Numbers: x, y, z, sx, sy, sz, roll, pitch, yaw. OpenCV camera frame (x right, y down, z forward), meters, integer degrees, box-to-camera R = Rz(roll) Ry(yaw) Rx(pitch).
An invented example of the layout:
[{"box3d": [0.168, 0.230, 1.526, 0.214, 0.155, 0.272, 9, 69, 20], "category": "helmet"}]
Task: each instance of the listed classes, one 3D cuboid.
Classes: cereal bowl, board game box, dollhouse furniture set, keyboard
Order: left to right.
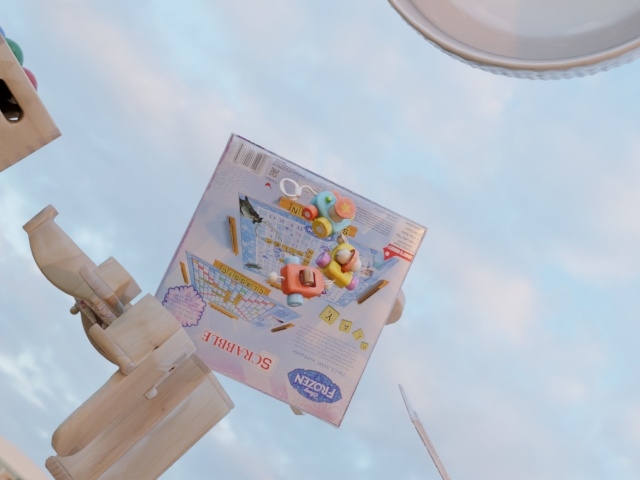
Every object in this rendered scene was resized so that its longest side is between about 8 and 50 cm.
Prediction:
[{"box3d": [-0.280, 0.094, 0.944, 0.355, 0.174, 0.303, 40, -17, 26], "category": "dollhouse furniture set"}, {"box3d": [-0.053, 0.058, 1.290, 0.318, 0.318, 0.066, 26, -7, -6], "category": "board game box"}, {"box3d": [0.166, 0.313, 1.316, 0.256, 0.014, 0.072, 62, 0, -35], "category": "keyboard"}, {"box3d": [0.207, -0.297, 0.776, 0.339, 0.339, 0.141, 30, 7, 18], "category": "cereal bowl"}]

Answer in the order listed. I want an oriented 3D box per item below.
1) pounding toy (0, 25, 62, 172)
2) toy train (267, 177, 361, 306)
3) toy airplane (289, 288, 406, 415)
[{"box3d": [-0.349, -0.159, 0.934, 0.206, 0.094, 0.181, 42, -19, 43], "category": "pounding toy"}, {"box3d": [0.000, 0.000, 1.065, 0.125, 0.166, 0.046, 15, -29, -33], "category": "toy train"}, {"box3d": [-0.086, 0.122, 1.504, 0.384, 0.272, 0.386, 37, -58, 16], "category": "toy airplane"}]
